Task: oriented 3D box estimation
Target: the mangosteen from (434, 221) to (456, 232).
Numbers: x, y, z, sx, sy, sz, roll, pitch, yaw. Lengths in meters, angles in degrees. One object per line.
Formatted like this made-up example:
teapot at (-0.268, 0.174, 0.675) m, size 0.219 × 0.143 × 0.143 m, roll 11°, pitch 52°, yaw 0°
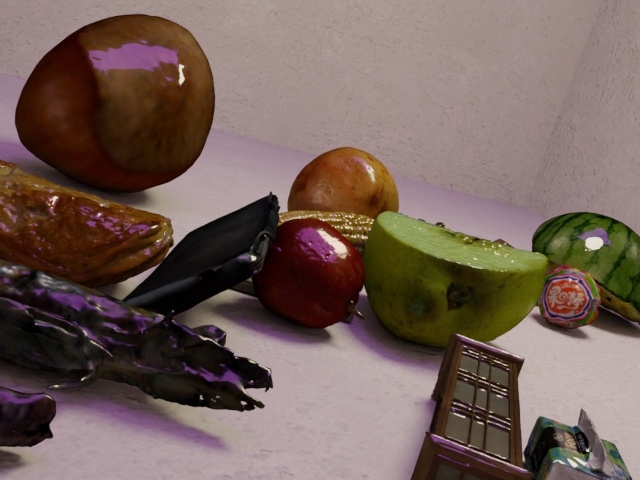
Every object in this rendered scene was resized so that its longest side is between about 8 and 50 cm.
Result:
mangosteen at (0.194, 0.036, 1.259) m, size 0.137 × 0.151 × 0.137 m, roll 7°, pitch 29°, yaw -4°

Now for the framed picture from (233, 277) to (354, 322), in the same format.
framed picture at (-0.068, 0.040, 1.189) m, size 0.247 × 0.022 × 0.335 m, roll 17°, pitch 12°, yaw -3°

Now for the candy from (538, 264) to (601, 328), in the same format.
candy at (0.532, 0.126, 1.519) m, size 0.124 × 0.124 × 0.365 m, roll 23°, pitch 2°, yaw 26°

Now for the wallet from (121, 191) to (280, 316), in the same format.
wallet at (-0.133, 0.014, 0.915) m, size 0.172 × 0.045 × 0.318 m, roll -25°, pitch 13°, yaw 8°

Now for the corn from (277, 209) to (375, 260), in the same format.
corn at (0.000, 0.000, 1.203) m, size 0.291 × 0.101 × 0.101 m, roll -1°, pitch 22°, yaw -45°

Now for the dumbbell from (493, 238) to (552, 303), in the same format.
dumbbell at (0.440, 0.066, 1.630) m, size 0.082 × 0.092 × 0.231 m, roll 4°, pitch 16°, yaw -14°

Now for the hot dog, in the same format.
hot dog at (-0.306, -0.008, 0.864) m, size 0.259 × 0.114 × 0.175 m, roll 20°, pitch 7°, yaw 4°

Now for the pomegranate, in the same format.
pomegranate at (0.047, -0.066, 1.398) m, size 0.215 × 0.215 × 0.215 m, roll 17°, pitch 12°, yaw -4°

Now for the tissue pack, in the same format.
tissue pack at (0.253, 0.217, 0.704) m, size 0.085 × 0.079 × 0.111 m, roll 20°, pitch 12°, yaw 8°

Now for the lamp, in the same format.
lamp at (0.145, 0.180, 0.703) m, size 0.090 × 0.089 × 0.325 m, roll 19°, pitch 11°, yaw 12°

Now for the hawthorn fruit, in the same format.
hawthorn fruit at (-0.006, 0.050, 0.962) m, size 0.172 × 0.148 × 0.148 m, roll 31°, pitch 17°, yaw 25°

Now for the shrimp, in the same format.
shrimp at (-0.254, 0.089, 0.576) m, size 0.445 × 0.085 × 0.272 m, roll 13°, pitch 18°, yaw -9°

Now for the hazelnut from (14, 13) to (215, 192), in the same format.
hazelnut at (-0.376, -0.247, 1.359) m, size 0.365 × 0.366 × 0.366 m, roll 17°, pitch 12°, yaw -4°

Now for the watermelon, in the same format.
watermelon at (0.633, 0.041, 1.629) m, size 0.330 × 0.189 × 0.331 m, roll 27°, pitch 4°, yaw -2°

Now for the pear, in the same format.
pear at (0.181, 0.075, 1.068) m, size 0.292 × 0.159 × 0.292 m, roll 13°, pitch 12°, yaw -3°
